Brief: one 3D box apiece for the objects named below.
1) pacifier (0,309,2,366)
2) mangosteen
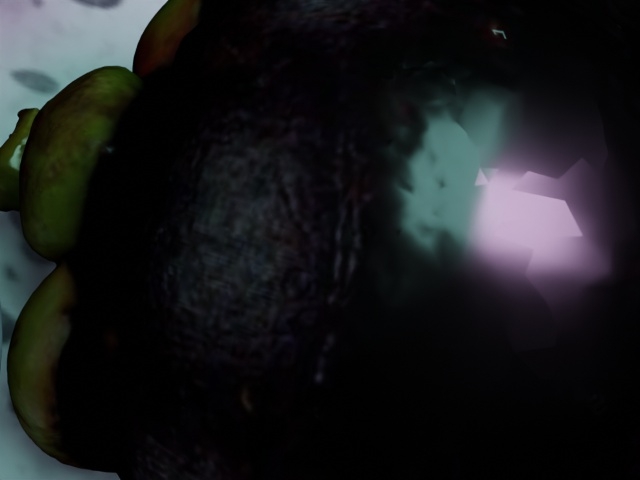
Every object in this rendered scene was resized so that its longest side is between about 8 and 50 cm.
[{"bbox_3d":[-0.236,0.009,0.370,0.300,0.233,0.244,23,59,-14],"label":"pacifier"},{"bbox_3d":[0.000,0.000,0.510,0.302,0.275,0.275,15,51,20],"label":"mangosteen"}]
